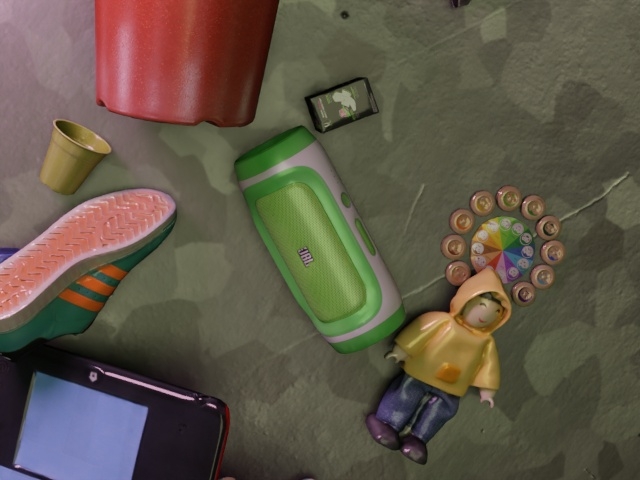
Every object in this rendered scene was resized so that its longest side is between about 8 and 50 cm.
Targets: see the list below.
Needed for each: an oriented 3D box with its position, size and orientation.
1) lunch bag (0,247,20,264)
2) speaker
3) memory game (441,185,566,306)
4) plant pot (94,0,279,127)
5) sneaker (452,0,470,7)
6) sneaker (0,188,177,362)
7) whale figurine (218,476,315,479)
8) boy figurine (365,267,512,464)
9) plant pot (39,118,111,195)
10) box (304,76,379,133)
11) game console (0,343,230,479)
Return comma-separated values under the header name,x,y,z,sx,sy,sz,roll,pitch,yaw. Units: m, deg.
name,x,y,z,sx,sy,sz,roll,pitch,yaw
lunch bag,-0.444,0.045,1.358,0.098,0.067,0.065,1,98,-9
speaker,0.000,0.000,1.388,0.131,0.131,0.297,-29,101,-3
memory game,0.264,0.013,1.485,0.186,0.012,0.186,-1,99,-8
plant pot,-0.164,-0.286,1.269,0.272,0.272,0.265,5,105,-9
sneaker,0.181,-0.409,1.395,0.089,0.051,0.170,-32,104,-8
sneaker,-0.315,0.044,1.354,0.302,0.108,0.121,-35,146,-24
whale figurine,-0.119,0.423,1.442,0.272,0.141,0.216,-22,105,-29
boy figurine,0.185,0.174,1.452,0.177,0.092,0.285,32,98,-11
plant pot,-0.330,-0.104,1.355,0.083,0.083,0.079,28,105,-11
box,0.028,-0.184,1.398,0.083,0.062,0.052,-21,102,-6
game console,-0.322,0.323,1.338,0.386,0.060,0.342,14,97,17
